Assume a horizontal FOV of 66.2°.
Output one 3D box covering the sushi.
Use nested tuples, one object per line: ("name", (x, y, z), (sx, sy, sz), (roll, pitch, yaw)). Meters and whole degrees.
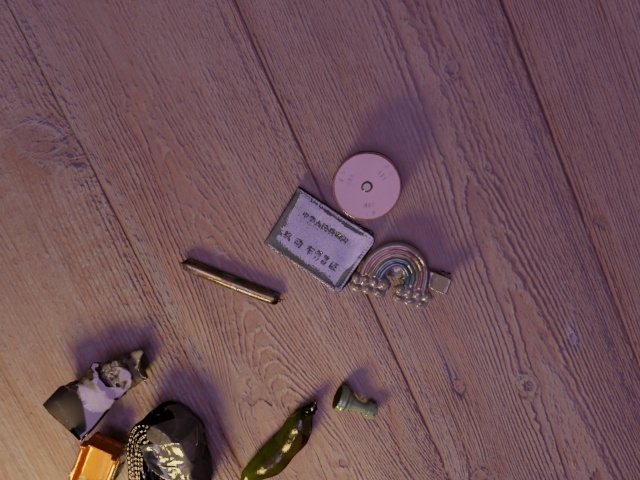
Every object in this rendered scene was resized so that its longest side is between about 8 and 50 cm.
("sushi", (-0.538, 0.356, 1.244), (0.273, 0.109, 0.134), (-43, 89, -2))

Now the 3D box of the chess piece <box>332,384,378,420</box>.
("chess piece", (0.086, 0.399, 1.191), (0.103, 0.067, 0.067), (26, 103, -7))

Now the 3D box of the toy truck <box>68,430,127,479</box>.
("toy truck", (-0.591, 0.629, 1.275), (0.114, 0.135, 0.271), (24, 103, 1))

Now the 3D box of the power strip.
("power strip", (0.100, -0.121, 1.077), (0.154, 0.078, 0.154), (1, 102, 6))

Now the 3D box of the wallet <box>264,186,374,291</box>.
("wallet", (0.000, 0.000, 1.134), (0.222, 0.036, 0.167), (34, 103, 0))

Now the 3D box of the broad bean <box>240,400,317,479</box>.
("broad bean", (-0.097, 0.522, 1.234), (0.077, 0.061, 0.339), (40, 102, 6))

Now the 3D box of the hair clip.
("hair clip", (0.188, 0.075, 1.112), (0.220, 0.054, 0.140), (15, 104, 0))

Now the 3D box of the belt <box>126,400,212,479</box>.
("belt", (-0.383, 0.564, 1.225), (0.184, 0.164, 0.290), (-5, 98, 13))

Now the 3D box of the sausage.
("sausage", (-0.215, 0.100, 1.181), (0.268, 0.033, 0.033), (21, 103, 2))
